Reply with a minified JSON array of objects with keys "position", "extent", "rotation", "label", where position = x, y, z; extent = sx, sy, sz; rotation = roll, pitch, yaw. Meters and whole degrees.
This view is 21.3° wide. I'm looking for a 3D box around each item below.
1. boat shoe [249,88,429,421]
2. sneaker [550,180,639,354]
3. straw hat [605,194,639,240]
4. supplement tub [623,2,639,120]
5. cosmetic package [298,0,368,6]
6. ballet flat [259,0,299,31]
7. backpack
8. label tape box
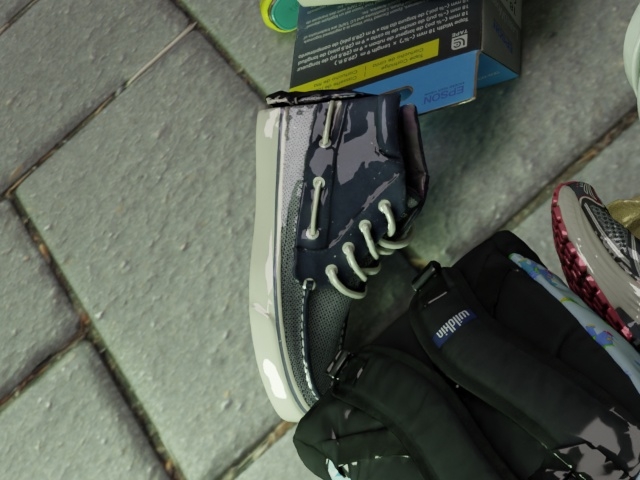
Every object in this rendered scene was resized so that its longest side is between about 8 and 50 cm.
[{"position":[0.024,0.007,1.690],"extent":[0.158,0.127,0.341],"rotation":[-6,80,23],"label":"boat shoe"},{"position":[0.302,0.057,1.486],"extent":[0.112,0.121,0.299],"rotation":[-32,57,-6],"label":"sneaker"},{"position":[0.291,-0.008,1.589],"extent":[0.144,0.061,0.144],"rotation":[-22,45,23],"label":"straw hat"},{"position":[0.409,-0.099,1.447],"extent":[0.228,0.228,0.316],"rotation":[-34,42,10],"label":"supplement tub"},{"position":[0.091,-0.354,1.827],"extent":[0.296,0.129,0.153],"rotation":[-1,57,37],"label":"cosmetic package"},{"position":[0.011,-0.351,2.096],"extent":[0.231,0.077,0.077],"rotation":[-44,24,2],"label":"ballet flat"},{"position":[0.178,0.186,1.398],"extent":[0.290,0.273,0.355],"rotation":[-45,19,-5],"label":"backpack"},{"position":[0.095,-0.220,1.888],"extent":[0.240,0.106,0.334],"rotation":[-15,48,27],"label":"label tape box"}]
